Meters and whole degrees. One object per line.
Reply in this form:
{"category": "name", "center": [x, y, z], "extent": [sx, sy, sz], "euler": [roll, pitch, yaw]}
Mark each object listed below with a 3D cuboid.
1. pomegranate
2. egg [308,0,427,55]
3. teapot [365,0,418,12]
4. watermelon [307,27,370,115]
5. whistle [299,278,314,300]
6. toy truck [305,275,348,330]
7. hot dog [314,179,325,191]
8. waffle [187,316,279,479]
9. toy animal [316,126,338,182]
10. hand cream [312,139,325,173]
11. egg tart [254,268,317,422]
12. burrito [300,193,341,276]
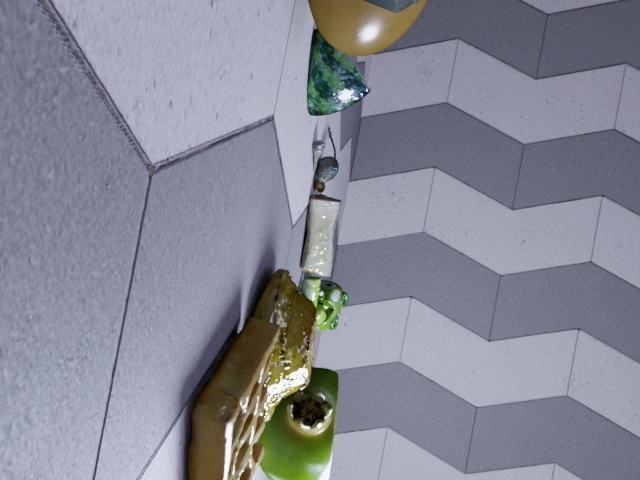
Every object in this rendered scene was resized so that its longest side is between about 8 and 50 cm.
{"category": "pomegranate", "center": [-0.065, 0.457, 1.453], "extent": [0.359, 0.215, 0.310], "euler": [88, 11, -60]}
{"category": "egg", "center": [0.093, -0.511, 1.076], "extent": [0.250, 0.249, 0.323], "euler": [-68, 176, -65]}
{"category": "teapot", "center": [0.041, -0.429, 0.827], "extent": [0.203, 0.224, 0.171], "euler": [-59, 156, -72]}
{"category": "watermelon", "center": [0.000, -0.414, 1.391], "extent": [0.202, 0.136, 0.207], "euler": [43, -16, 53]}
{"category": "whistle", "center": [-0.062, 0.245, 1.881], "extent": [0.126, 0.067, 0.258], "euler": [94, 6, -55]}
{"category": "toy truck", "center": [-0.009, 0.230, 2.078], "extent": [0.210, 0.148, 0.187], "euler": [24, 79, -64]}
{"category": "hot dog", "center": [-0.001, -0.179, 1.884], "extent": [0.137, 0.028, 0.044], "euler": [-58, 132, -82]}
{"category": "waffle", "center": [-0.159, 0.351, 1.017], "extent": [0.304, 0.077, 0.349], "euler": [-64, 164, -67]}
{"category": "toy animal", "center": [0.032, -0.266, 1.871], "extent": [0.253, 0.070, 0.079], "euler": [-76, -178, -47]}
{"category": "hand cream", "center": [-0.009, -0.251, 1.693], "extent": [0.165, 0.037, 0.057], "euler": [103, -1, -75]}
{"category": "egg tart", "center": [-0.078, 0.231, 1.294], "extent": [0.341, 0.132, 0.342], "euler": [8, 90, -86]}
{"category": "burrito", "center": [0.000, -0.001, 1.855], "extent": [0.143, 0.105, 0.300], "euler": [-76, 173, -70]}
